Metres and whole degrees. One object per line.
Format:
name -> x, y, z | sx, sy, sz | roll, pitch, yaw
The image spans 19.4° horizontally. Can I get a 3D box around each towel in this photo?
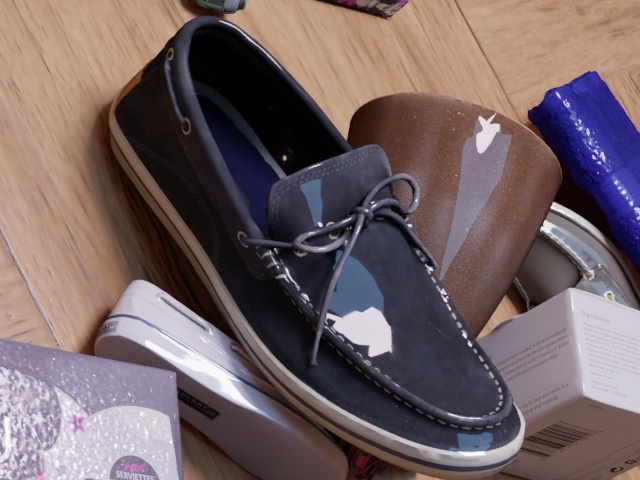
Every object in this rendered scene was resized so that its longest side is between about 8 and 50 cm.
towel -> 0.336, -0.037, 2.025 | 0.308, 0.076, 0.228 | 56, 21, 3

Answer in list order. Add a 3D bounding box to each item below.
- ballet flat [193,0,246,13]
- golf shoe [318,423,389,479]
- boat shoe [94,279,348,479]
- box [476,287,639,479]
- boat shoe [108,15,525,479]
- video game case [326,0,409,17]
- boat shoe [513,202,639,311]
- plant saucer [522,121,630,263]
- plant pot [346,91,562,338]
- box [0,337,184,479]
ballet flat -> -0.112, -0.312, 1.891 | 0.070, 0.070, 0.188 | 18, 50, -34
golf shoe -> 0.062, 0.169, 1.739 | 0.086, 0.067, 0.186 | 39, 18, 27
boat shoe -> -0.072, 0.124, 1.625 | 0.258, 0.095, 0.084 | 38, 49, -20
box -> 0.252, 0.150, 1.840 | 0.182, 0.181, 0.119 | 18, 55, -34
boat shoe -> 0.000, 0.000, 1.622 | 0.187, 0.156, 0.500 | -18, 60, -44
video game case -> -0.013, -0.366, 2.024 | 0.210, 0.042, 0.232 | 10, 59, -39
boat shoe -> 0.285, 0.084, 1.968 | 0.305, 0.109, 0.091 | 49, 38, -14
plant saucer -> 0.290, -0.052, 2.111 | 0.200, 0.037, 0.200 | 22, 51, -31
plant pot -> 0.098, 0.013, 1.792 | 0.215, 0.215, 0.230 | 32, 62, -24
box -> -0.237, 0.175, 1.406 | 0.247, 0.142, 0.163 | 14, 56, -36
